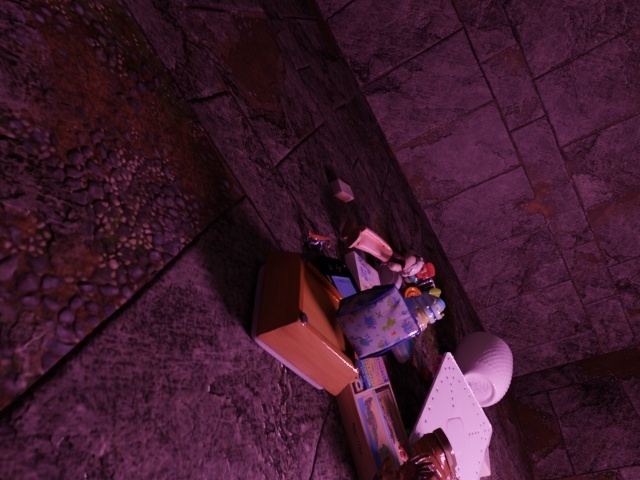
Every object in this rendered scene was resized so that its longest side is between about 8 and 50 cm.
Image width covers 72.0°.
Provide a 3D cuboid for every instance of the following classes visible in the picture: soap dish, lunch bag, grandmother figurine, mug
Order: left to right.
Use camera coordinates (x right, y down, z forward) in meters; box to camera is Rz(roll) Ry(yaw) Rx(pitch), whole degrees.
[{"bbox_3d":[-0.023,0.181,0.996,0.291,0.118,0.229,48,28,-36],"label":"soap dish"},{"bbox_3d":[0.128,0.174,0.981,0.129,0.151,0.096,59,24,-14],"label":"lunch bag"},{"bbox_3d":[0.239,0.043,1.593,0.342,0.104,0.208,25,30,-30],"label":"grandmother figurine"},{"bbox_3d":[0.751,0.667,2.087,0.328,0.276,0.374,-26,122,-62],"label":"mug"}]

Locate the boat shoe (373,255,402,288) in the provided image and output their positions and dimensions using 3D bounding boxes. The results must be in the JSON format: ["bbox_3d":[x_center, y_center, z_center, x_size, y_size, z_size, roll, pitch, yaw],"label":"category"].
[{"bbox_3d":[0.253,0.101,1.726,0.088,0.096,0.267,49,26,-25],"label":"boat shoe"}]

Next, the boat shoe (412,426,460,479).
[{"bbox_3d":[0.330,0.656,1.241,0.111,0.104,0.307,-123,-168,-68],"label":"boat shoe"}]

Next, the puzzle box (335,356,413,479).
[{"bbox_3d":[0.153,0.502,1.148,0.272,0.052,0.409,19,51,-62],"label":"puzzle box"}]

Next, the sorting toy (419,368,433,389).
[{"bbox_3d":[0.411,0.537,1.715,0.061,0.042,0.102,-58,134,-46],"label":"sorting toy"}]

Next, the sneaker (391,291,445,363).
[{"bbox_3d":[0.353,0.296,1.597,0.127,0.208,0.319,57,24,-23],"label":"sneaker"}]

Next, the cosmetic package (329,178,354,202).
[{"bbox_3d":[0.084,-0.193,1.713,0.115,0.041,0.060,20,50,-60],"label":"cosmetic package"}]

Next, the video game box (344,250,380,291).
[{"bbox_3d":[0.157,0.165,1.507,0.187,0.048,0.205,43,31,-47],"label":"video game box"}]

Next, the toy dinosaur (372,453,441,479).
[{"bbox_3d":[0.246,0.597,1.042,0.295,0.127,0.200,36,29,-60],"label":"toy dinosaur"}]

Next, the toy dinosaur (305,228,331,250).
[{"bbox_3d":[0.000,0.000,1.294,0.082,0.090,0.047,-14,63,-23],"label":"toy dinosaur"}]

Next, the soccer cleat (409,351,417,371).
[{"bbox_3d":[0.348,0.454,1.666,0.035,0.029,0.083,11,60,-74],"label":"soccer cleat"}]

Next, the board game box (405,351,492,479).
[{"bbox_3d":[0.425,0.642,1.447,0.390,0.050,0.390,59,45,-16],"label":"board game box"}]

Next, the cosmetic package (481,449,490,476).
[{"bbox_3d":[0.532,0.728,1.684,0.309,0.113,0.160,61,23,-8],"label":"cosmetic package"}]

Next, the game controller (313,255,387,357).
[{"bbox_3d":[0.084,0.183,1.241,0.166,0.067,0.319,26,33,-60],"label":"game controller"}]

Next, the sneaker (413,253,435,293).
[{"bbox_3d":[0.503,0.211,2.166,0.118,0.110,0.292,52,24,-51],"label":"sneaker"}]

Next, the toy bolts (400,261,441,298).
[{"bbox_3d":[0.423,0.222,1.997,0.218,0.158,0.229,1,71,-21],"label":"toy bolts"}]
